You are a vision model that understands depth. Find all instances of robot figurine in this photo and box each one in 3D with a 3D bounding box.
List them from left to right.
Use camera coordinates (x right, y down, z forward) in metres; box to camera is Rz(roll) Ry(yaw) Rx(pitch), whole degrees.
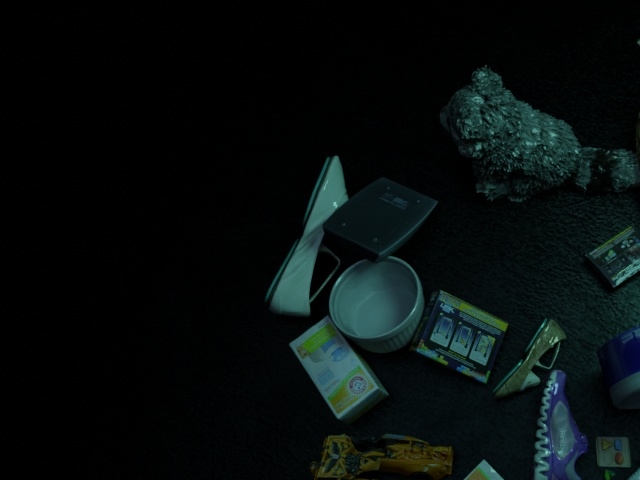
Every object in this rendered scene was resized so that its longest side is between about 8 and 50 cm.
[{"bbox_3d":[0.116,0.469,1.471,0.291,0.085,0.211,3,37,13],"label":"robot figurine"}]

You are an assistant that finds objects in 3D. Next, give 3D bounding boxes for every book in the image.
[{"bbox_3d":[0.311,0.524,1.451,0.144,0.035,0.096,-44,66,-2],"label":"book"}]

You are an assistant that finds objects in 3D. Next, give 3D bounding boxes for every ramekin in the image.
[{"bbox_3d":[0.132,0.146,1.591,0.207,0.109,0.207,-13,52,17],"label":"ramekin"}]

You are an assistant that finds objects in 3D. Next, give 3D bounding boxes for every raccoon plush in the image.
[{"bbox_3d":[0.476,-0.242,1.544,0.446,0.299,0.216,-5,68,16],"label":"raccoon plush"}]

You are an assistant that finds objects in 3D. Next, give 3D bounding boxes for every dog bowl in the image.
[{"bbox_3d":[0.652,0.219,1.327,0.265,0.265,0.104,-17,63,11],"label":"dog bowl"}]

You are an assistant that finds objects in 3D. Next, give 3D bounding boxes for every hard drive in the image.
[{"bbox_3d":[0.137,-0.047,1.649,0.172,0.054,0.255,26,43,25],"label":"hard drive"}]

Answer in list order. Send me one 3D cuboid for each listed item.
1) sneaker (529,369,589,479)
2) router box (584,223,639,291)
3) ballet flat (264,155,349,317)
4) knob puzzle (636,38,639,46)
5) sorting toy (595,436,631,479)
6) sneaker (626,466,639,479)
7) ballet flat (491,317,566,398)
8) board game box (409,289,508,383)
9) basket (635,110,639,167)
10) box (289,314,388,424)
[{"bbox_3d":[0.474,0.375,1.428,0.104,0.095,0.236,6,76,13],"label":"sneaker"},{"bbox_3d":[0.635,0.037,1.529,0.122,0.038,0.092,-34,64,3],"label":"router box"},{"bbox_3d":[0.000,0.000,1.716,0.139,0.139,0.400,19,81,24],"label":"ballet flat"},{"bbox_3d":[0.857,-0.457,1.653,0.213,0.030,0.213,-6,68,15],"label":"knob puzzle"},{"bbox_3d":[0.570,0.425,1.414,0.062,0.012,0.083,-3,69,17],"label":"sorting toy"},{"bbox_3d":[0.667,0.470,1.295,0.366,0.137,0.210,-45,60,-6],"label":"sneaker"},{"bbox_3d":[0.435,0.256,1.496,0.067,0.073,0.206,37,88,12],"label":"ballet flat"},{"bbox_3d":[0.290,0.203,1.528,0.170,0.048,0.141,27,76,-8],"label":"board game box"},{"bbox_3d":[0.771,-0.228,1.447,0.213,0.223,0.299,3,64,-1],"label":"basket"},{"bbox_3d":[0.041,0.284,1.591,0.114,0.103,0.203,-37,63,2],"label":"box"}]
